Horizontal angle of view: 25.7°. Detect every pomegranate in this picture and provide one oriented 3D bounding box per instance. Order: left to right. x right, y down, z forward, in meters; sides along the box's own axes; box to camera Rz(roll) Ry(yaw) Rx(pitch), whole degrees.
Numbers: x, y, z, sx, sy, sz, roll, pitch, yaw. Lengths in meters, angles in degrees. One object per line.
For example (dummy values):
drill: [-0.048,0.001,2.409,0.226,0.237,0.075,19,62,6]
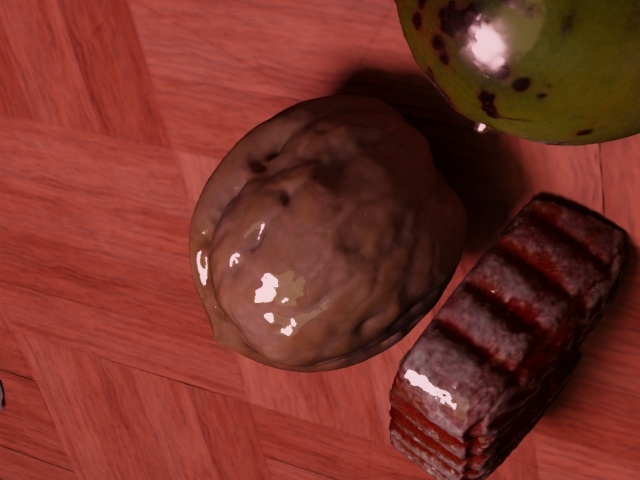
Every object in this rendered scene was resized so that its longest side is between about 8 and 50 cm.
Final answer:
pomegranate: [0.156,-0.169,0.836,0.202,0.202,0.248,33,111,7]

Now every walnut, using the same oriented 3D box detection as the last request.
walnut: [0.000,0.000,1.080,0.224,0.224,0.224,22,139,20]

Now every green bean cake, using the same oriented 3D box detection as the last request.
green bean cake: [0.145,0.096,1.133,0.097,0.198,0.233,36,158,17]

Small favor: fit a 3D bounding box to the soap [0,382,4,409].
soap: [-0.456,0.171,1.745,0.100,0.056,0.149,3,129,40]
